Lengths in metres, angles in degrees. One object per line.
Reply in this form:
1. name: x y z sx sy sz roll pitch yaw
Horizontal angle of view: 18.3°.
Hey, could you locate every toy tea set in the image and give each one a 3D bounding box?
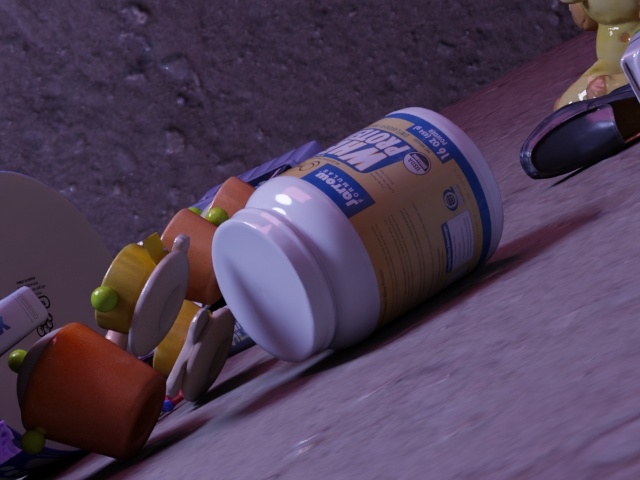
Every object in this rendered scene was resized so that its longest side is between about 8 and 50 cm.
1. toy tea set: -0.145 0.047 1.630 0.336 0.124 0.200 -36 -34 -66

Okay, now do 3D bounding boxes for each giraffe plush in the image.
1. giraffe plush: 0.332 -0.232 2.182 0.210 0.170 0.181 -23 6 47

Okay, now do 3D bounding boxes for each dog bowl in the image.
1. dog bowl: -0.284 0.076 1.757 0.104 0.265 0.265 -22 7 31

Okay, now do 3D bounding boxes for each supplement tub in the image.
1. supplement tub: 0.029 -0.004 1.554 0.199 0.144 0.144 -30 5 -31

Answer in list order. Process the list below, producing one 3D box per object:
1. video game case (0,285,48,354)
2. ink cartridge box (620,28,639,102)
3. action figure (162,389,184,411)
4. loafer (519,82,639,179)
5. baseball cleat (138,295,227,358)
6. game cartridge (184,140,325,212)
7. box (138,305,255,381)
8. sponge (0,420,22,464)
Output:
1. video game case: -0.389 0.175 1.498 0.329 0.036 0.300 -35 2 34
2. ink cartridge box: 0.339 -0.143 1.481 0.198 0.115 0.273 -27 4 15
3. action figure: -0.158 0.150 1.695 0.038 0.030 0.115 -18 12 38
4. loafer: 0.268 -0.109 1.898 0.170 0.062 0.061 -30 10 -15
5. baseball cleat: -0.176 0.098 2.115 0.206 0.072 0.109 -35 14 -34
6. game cartridge: -0.146 0.018 2.421 0.230 0.068 0.355 -29 17 47
7. box: -0.077 0.081 1.931 0.207 0.036 0.114 -27 5 13
8. sponge: -0.325 0.196 1.431 0.210 0.031 0.117 -30 4 -29
